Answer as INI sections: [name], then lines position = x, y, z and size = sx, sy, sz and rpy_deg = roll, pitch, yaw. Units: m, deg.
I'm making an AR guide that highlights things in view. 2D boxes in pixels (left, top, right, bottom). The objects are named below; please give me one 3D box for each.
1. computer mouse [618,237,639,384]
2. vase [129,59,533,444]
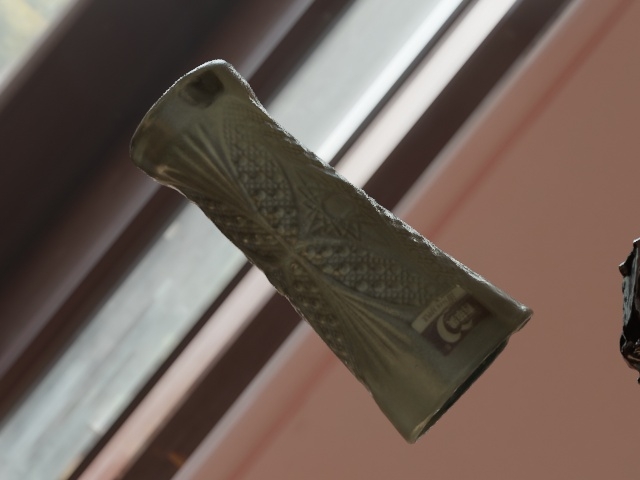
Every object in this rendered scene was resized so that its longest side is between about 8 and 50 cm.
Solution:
[computer mouse]
position = 0.245, 0.019, 0.918
size = 0.122, 0.217, 0.073
rpy_deg = -109, 176, -54
[vase]
position = 0.000, 0.000, 1.031
size = 0.219, 0.096, 0.096
rpy_deg = 42, -1, 8
